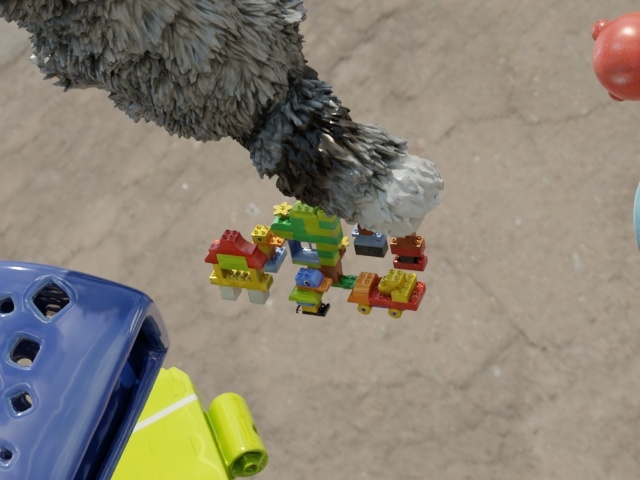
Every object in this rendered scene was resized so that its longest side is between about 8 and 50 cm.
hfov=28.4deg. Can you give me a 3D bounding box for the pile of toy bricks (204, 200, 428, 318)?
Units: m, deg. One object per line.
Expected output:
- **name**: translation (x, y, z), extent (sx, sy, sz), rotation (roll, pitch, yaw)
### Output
- **pile of toy bricks**: translation (0.000, 0.000, 1.222), extent (0.212, 0.105, 0.118), rotation (6, 41, 21)

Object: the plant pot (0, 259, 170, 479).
- **plant pot**: translation (-0.270, 0.130, 1.046), extent (0.236, 0.212, 0.235), rotation (98, -165, -77)

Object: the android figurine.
- **android figurine**: translation (-0.180, 0.236, 1.286), extent (0.248, 0.056, 0.273), rotation (-29, 42, -2)

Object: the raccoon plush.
- **raccoon plush**: translation (-0.097, -0.180, 0.980), extent (0.447, 0.299, 0.216), rotation (26, 94, 11)

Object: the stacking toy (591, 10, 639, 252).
- **stacking toy**: translation (0.420, -0.120, 1.374), extent (0.280, 0.308, 0.130), rotation (-18, 11, -40)
